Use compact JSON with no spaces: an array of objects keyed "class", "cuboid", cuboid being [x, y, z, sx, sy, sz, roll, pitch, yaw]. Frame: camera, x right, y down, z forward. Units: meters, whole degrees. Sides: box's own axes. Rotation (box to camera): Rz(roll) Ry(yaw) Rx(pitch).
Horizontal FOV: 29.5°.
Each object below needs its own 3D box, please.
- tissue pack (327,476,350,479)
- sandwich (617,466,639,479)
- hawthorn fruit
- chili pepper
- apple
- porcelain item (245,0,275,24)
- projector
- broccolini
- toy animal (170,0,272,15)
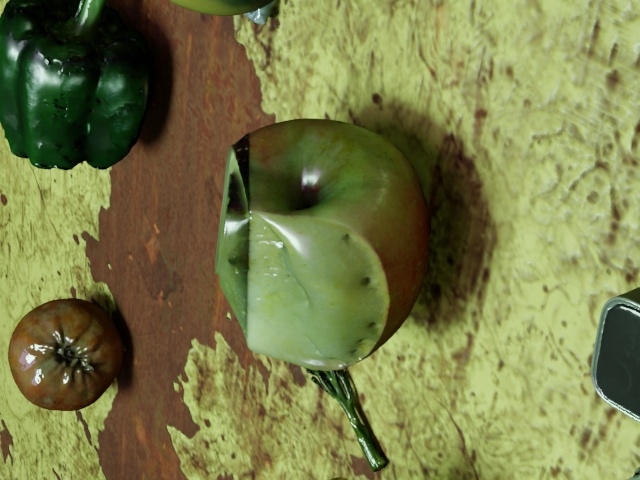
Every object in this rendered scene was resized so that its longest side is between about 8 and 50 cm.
[{"class":"tissue pack","cuboid":[-0.056,0.421,1.071,0.293,0.228,0.382,61,143,17]},{"class":"sandwich","cuboid":[0.312,0.238,0.745,0.325,0.131,0.262,33,130,43]},{"class":"hawthorn fruit","cuboid":[-0.339,0.152,1.565,0.189,0.149,0.149,-25,84,50]},{"class":"chili pepper","cuboid":[-0.268,-0.205,1.315,0.174,0.165,0.261,52,139,45]},{"class":"apple","cuboid":[0.000,0.000,1.032,0.207,0.174,0.188,34,151,33]},{"class":"porcelain item","cuboid":[-0.066,-0.241,1.140,0.036,0.028,0.083,-27,83,51]},{"class":"projector","cuboid":[0.241,0.073,0.812,0.083,0.082,0.083,30,126,43]},{"class":"broccolini","cuboid":[0.021,0.162,1.183,0.140,0.035,0.030,63,147,11]},{"class":"toy animal","cuboid":[-0.075,-0.285,1.005,0.338,0.216,0.191,15,143,46]}]
